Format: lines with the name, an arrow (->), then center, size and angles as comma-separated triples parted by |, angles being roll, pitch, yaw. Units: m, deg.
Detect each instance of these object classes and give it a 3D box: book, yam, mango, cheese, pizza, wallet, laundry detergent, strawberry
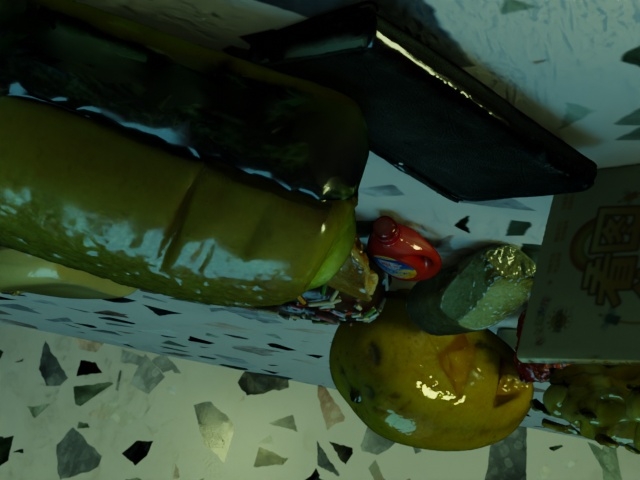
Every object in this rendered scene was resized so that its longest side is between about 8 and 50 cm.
book -> 0.325, 0.016, 0.903 | 0.295, 0.208, 0.020 | -5, 148, 43
yam -> 0.209, 0.076, 1.422 | 0.106, 0.106, 0.259 | 13, 166, -12
mango -> 0.187, 0.218, 1.648 | 0.365, 0.253, 0.182 | 19, 151, -24
cheese -> -0.466, 0.035, 1.639 | 0.316, 0.128, 0.259 | 3, 166, 31
pizza -> 0.000, 0.000, 1.315 | 0.182, 0.062, 0.161 | 26, 156, 8
wallet -> 0.092, -0.108, 0.892 | 0.318, 0.045, 0.172 | 25, 160, -39
laundry detergent -> 0.105, 0.009, 1.324 | 0.097, 0.049, 0.165 | 8, 165, 17
strawberry -> 0.369, 0.148, 1.606 | 0.175, 0.106, 0.236 | -27, -178, -22

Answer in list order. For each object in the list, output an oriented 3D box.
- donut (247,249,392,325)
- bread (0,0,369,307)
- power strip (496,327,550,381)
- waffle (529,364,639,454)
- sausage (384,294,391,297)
donut -> -0.026, 0.061, 1.508 | 0.270, 0.103, 0.269 | 7, 167, 2
bread -> -0.144, -0.062, 0.867 | 0.377, 0.208, 0.251 | 15, 172, -7
power strip -> 0.449, 0.226, 1.913 | 0.194, 0.059, 0.265 | 3, 163, 26
waffle -> 0.408, 0.135, 0.915 | 0.382, 0.095, 0.380 | -5, -176, -34
sausage -> 0.087, 0.105, 1.722 | 0.186, 0.043, 0.043 | 18, 163, -29
